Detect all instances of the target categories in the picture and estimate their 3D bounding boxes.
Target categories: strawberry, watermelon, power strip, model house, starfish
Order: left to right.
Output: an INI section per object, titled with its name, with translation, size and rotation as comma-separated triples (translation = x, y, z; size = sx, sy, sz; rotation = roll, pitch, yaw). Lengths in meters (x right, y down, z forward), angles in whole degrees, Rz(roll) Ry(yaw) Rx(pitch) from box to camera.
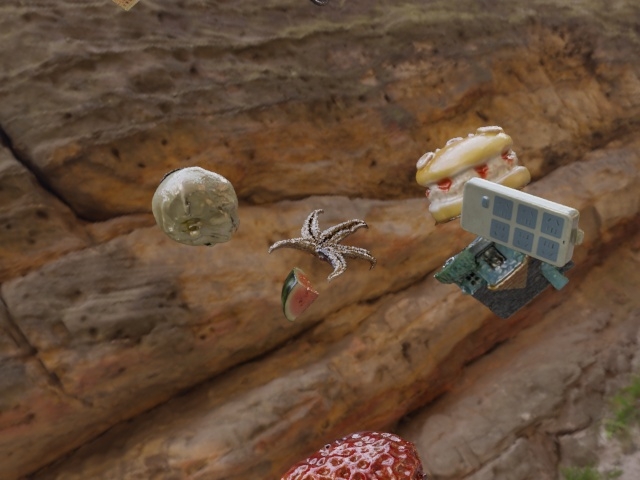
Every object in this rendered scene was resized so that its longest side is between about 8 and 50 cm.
[watermelon]
translation = -0.091, 0.167, 2.246
size = 0.137, 0.145, 0.193
rotation = -9, -47, -25
[starfish]
translation = -0.001, 0.007, 1.228
size = 0.237, 0.213, 0.057
rotation = -7, -52, -27
[strawberry]
translation = 0.060, 0.437, 1.209
size = 0.280, 0.150, 0.253
rotation = -6, -19, 4
[model house]
translation = 0.463, 0.077, 1.599
size = 0.261, 0.241, 0.226
rotation = -45, -6, 21
[power strip]
translation = 0.397, -0.043, 1.303
size = 0.046, 0.118, 0.270
rotation = -29, 39, -35

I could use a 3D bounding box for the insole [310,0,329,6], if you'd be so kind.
[insole]
translation = -0.097, -0.637, 1.425
size = 0.012, 0.309, 0.110
rotation = -39, 10, 42

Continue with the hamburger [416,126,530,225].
[hamburger]
translation = 0.374, -0.173, 1.609
size = 0.260, 0.187, 0.302
rotation = -25, -1, 24

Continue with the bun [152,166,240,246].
[bun]
translation = -0.326, -0.071, 1.685
size = 0.239, 0.239, 0.141
rotation = -35, 35, 29

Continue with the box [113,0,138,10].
[box]
translation = -0.406, -0.541, 1.384
size = 0.093, 0.015, 0.058
rotation = -32, -23, 19
